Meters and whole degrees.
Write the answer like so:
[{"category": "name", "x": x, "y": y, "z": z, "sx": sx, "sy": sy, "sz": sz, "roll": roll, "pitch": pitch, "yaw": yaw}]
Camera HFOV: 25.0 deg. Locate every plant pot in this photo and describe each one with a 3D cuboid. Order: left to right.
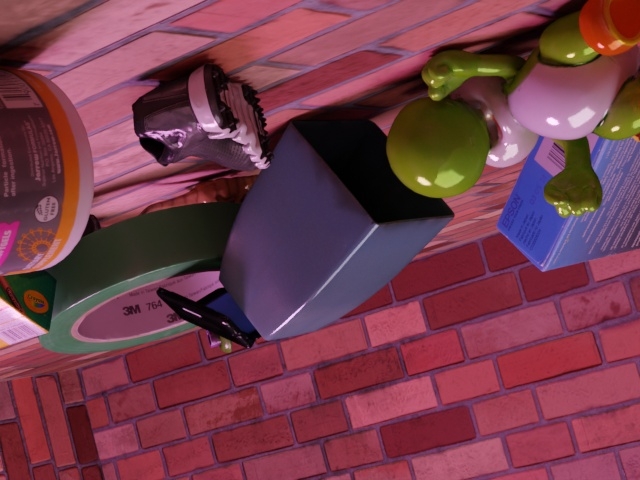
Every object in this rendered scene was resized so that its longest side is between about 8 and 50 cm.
[{"category": "plant pot", "x": 0.000, "y": 0.000, "z": 1.702, "sx": 0.165, "sy": 0.165, "sz": 0.234, "roll": -7, "pitch": 141, "yaw": -53}]

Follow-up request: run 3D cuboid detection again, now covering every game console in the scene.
[{"category": "game console", "x": -0.120, "y": 0.077, "z": 1.769, "sx": 0.122, "sy": 0.071, "sz": 0.107, "roll": 20, "pitch": 160, "yaw": 37}]

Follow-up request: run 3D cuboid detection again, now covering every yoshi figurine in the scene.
[{"category": "yoshi figurine", "x": 0.204, "y": -0.127, "z": 1.493, "sx": 0.203, "sy": 0.203, "sz": 0.362, "roll": 9, "pitch": 162, "yaw": -35}]

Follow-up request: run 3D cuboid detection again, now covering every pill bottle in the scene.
[{"category": "pill bottle", "x": -0.317, "y": -0.042, "z": 1.046, "sx": 0.278, "sy": 0.162, "sz": 0.162, "roll": -9, "pitch": 171, "yaw": -45}]

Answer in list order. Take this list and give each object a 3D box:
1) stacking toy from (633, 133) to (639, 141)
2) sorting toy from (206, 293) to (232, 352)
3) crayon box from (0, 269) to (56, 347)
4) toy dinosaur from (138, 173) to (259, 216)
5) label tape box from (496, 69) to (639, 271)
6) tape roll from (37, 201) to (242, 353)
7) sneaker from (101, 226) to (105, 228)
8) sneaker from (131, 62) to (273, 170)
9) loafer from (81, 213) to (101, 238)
[{"category": "stacking toy", "x": 0.427, "y": -0.200, "z": 1.662, "sx": 0.221, "sy": 0.052, "sz": 0.167, "roll": -24, "pitch": 143, "yaw": 25}, {"category": "sorting toy", "x": -0.143, "y": 0.107, "z": 1.879, "sx": 0.042, "sy": 0.061, "sz": 0.102, "roll": -15, "pitch": 140, "yaw": -14}, {"category": "crayon box", "x": -0.476, "y": 0.075, "z": 1.711, "sx": 0.278, "sy": 0.081, "sz": 0.165, "roll": -18, "pitch": 141, "yaw": 23}, {"category": "toy dinosaur", "x": -0.149, "y": -0.056, "z": 1.840, "sx": 0.212, "sy": 0.064, "sz": 0.112, "roll": -16, "pitch": 162, "yaw": -20}, {"category": "label tape box", "x": 0.420, "y": -0.103, "z": 1.942, "sx": 0.334, "sy": 0.106, "sz": 0.240, "roll": -10, "pitch": 133, "yaw": -40}, {"category": "tape roll", "x": -0.214, "y": 0.052, "z": 1.861, "sx": 0.321, "sy": 0.077, "sz": 0.321, "roll": -17, "pitch": 163, "yaw": -5}, {"category": "sneaker", "x": -0.406, "y": 0.044, "z": 1.955, "sx": 0.281, "sy": 0.105, "sz": 0.115, "roll": -30, "pitch": 155, "yaw": 32}, {"category": "sneaker", "x": -0.114, "y": -0.107, "z": 1.360, "sx": 0.106, "sy": 0.078, "sz": 0.234, "roll": -13, "pitch": 170, "yaw": 10}, {"category": "loafer", "x": -0.356, "y": 0.001, "z": 1.780, "sx": 0.170, "sy": 0.062, "sz": 0.061, "roll": -16, "pitch": 169, "yaw": 1}]
